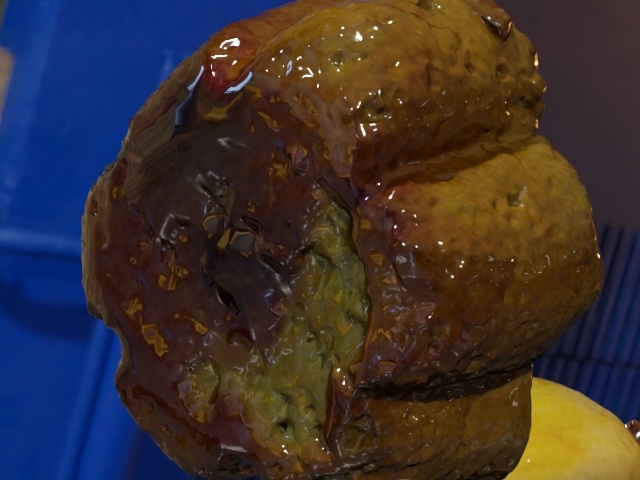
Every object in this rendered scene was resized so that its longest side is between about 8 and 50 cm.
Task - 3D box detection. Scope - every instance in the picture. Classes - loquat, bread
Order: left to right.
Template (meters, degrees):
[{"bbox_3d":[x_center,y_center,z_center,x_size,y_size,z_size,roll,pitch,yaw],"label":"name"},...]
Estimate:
[{"bbox_3d":[0.010,0.006,0.695,0.135,0.247,0.232,-15,69,-48],"label":"bread"},{"bbox_3d":[0.168,0.221,1.336,0.238,0.193,0.238,4,33,-3],"label":"loquat"}]
